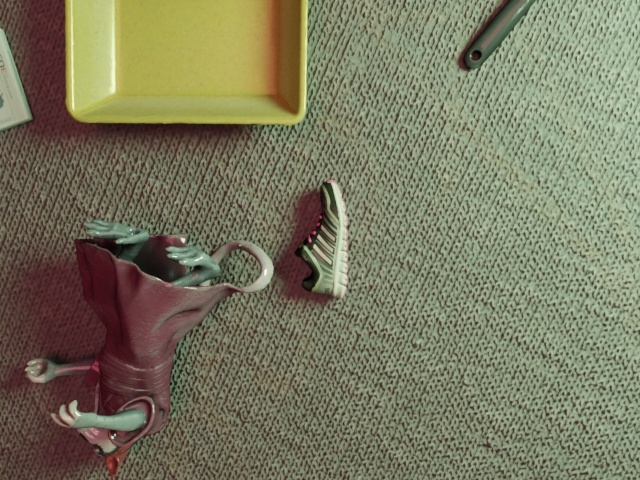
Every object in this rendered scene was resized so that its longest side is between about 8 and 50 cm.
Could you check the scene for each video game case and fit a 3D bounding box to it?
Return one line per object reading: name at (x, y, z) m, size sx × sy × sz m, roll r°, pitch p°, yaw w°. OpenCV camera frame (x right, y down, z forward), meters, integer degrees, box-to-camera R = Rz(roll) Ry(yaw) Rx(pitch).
video game case at (-0.529, -0.226, 0.868) m, size 0.157 × 0.019 × 0.143 m, roll -17°, pitch 92°, yaw 7°

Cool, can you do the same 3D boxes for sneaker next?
sneaker at (0.000, 0.000, 0.811) m, size 0.075 × 0.063 × 0.170 m, roll -1°, pitch 99°, yaw 0°

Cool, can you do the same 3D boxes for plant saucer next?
plant saucer at (-0.177, -0.325, 0.796) m, size 0.333 × 0.081 × 0.332 m, roll 2°, pitch 95°, yaw 6°

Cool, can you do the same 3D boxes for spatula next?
spatula at (0.297, -0.352, 0.771) m, size 0.084 × 0.030 × 0.296 m, roll 42°, pitch 97°, yaw 2°

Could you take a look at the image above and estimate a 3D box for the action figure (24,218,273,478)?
action figure at (-0.258, 0.159, 0.824) m, size 0.276 × 0.248 × 0.370 m, roll -3°, pitch 112°, yaw -36°
